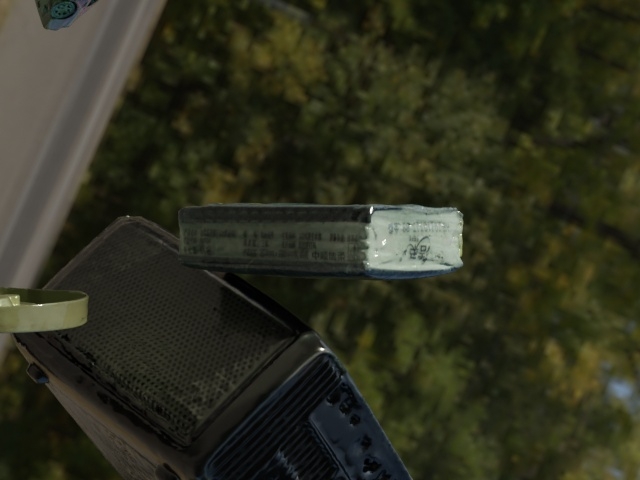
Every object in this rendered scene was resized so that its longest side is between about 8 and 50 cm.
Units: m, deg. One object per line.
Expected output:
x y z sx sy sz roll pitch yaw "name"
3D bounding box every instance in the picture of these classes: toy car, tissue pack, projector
-0.294 -0.362 2.232 0.224 0.076 0.090 -45 -127 38 "toy car"
0.000 0.000 1.900 0.185 0.257 0.081 -2 92 -54 "tissue pack"
-0.119 0.219 2.072 0.242 0.405 0.395 -44 135 -16 "projector"

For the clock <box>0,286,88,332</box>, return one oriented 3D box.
-0.356 0.068 1.804 0.235 0.235 0.029 -139 -130 -85 "clock"
